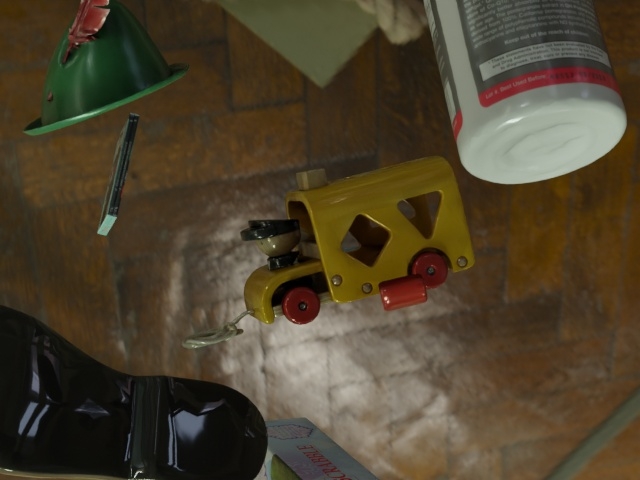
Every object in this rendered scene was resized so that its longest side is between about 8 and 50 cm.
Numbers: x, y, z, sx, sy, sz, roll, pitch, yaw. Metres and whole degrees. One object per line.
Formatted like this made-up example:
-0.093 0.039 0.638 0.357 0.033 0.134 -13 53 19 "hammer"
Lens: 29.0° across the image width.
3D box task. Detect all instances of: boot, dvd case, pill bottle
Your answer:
-0.198 0.128 0.881 0.305 0.112 0.115 22 150 -23 "boot"
-0.223 -0.072 1.361 0.013 0.087 0.119 15 74 -14 "dvd case"
0.205 -0.237 1.326 0.176 0.318 0.176 -8 157 -3 "pill bottle"

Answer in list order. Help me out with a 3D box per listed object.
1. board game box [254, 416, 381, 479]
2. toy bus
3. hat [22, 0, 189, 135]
0.007 0.340 1.012 0.066 0.318 0.318 -1 97 -19 "board game box"
0.010 -0.003 0.926 0.191 0.202 0.104 -11 95 31 "toy bus"
-0.237 -0.225 1.230 0.209 0.173 0.183 -18 107 14 "hat"
